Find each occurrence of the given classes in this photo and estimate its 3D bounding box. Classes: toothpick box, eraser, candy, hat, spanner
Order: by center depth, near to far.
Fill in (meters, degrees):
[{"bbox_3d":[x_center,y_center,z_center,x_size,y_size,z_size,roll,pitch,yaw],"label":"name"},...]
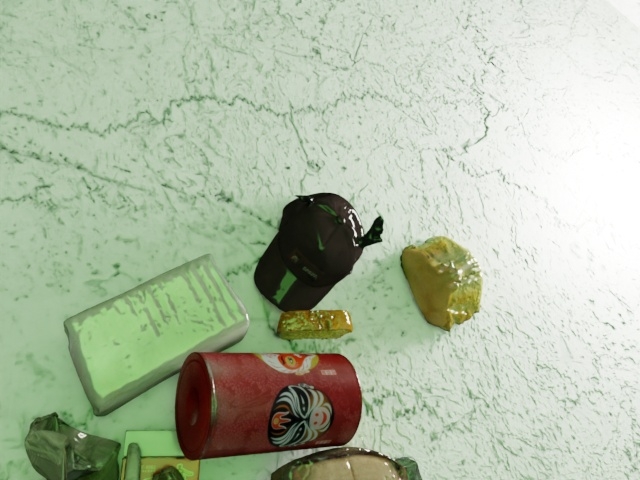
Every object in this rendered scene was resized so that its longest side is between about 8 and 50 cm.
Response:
[{"bbox_3d":[-0.476,0.451,1.028,0.149,0.214,0.244,5,67,10],"label":"hat"},{"bbox_3d":[-0.330,0.508,1.140,0.157,0.038,0.230,6,70,-16],"label":"eraser"},{"bbox_3d":[-0.106,0.331,1.145,0.333,0.204,0.204,9,68,-31],"label":"toothpick box"},{"bbox_3d":[-0.346,0.193,1.187,0.359,0.145,0.208,-26,81,-25],"label":"candy"},{"bbox_3d":[0.285,0.628,1.313,0.325,0.026,0.093,41,63,-3],"label":"spanner"},{"bbox_3d":[-0.003,0.011,1.331,0.238,0.209,0.336,36,66,-7],"label":"hat"}]

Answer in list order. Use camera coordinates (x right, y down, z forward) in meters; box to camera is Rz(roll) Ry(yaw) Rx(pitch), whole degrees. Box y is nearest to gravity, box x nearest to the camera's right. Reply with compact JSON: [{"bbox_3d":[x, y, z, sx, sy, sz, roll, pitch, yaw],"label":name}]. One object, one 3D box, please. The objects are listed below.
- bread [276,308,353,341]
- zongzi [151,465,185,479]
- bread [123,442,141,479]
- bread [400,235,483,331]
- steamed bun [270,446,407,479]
[{"bbox_3d":[-0.021,0.199,1.316,0.187,0.103,0.065,-2,73,-17],"label":"bread"},{"bbox_3d":[-0.318,0.547,1.075,0.176,0.078,0.160,-33,79,-16],"label":"zongzi"},{"bbox_3d":[-0.359,0.487,1.056,0.036,0.112,0.193,8,70,-18],"label":"bread"},{"bbox_3d":[0.335,0.099,1.452,0.174,0.133,0.251,-18,77,-25],"label":"bread"},{"bbox_3d":[0.032,0.575,1.161,0.301,0.199,0.251,10,51,-24],"label":"steamed bun"}]
